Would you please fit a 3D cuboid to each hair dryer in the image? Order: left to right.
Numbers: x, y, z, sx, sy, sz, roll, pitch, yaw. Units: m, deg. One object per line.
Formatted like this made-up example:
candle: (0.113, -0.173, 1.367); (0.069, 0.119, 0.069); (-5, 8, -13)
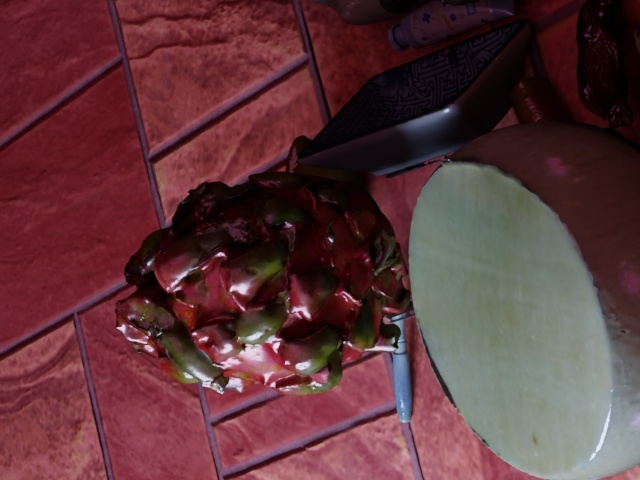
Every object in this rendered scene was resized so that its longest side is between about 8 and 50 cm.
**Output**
hair dryer: (0.034, -0.342, 2.018); (0.219, 0.088, 0.224); (-16, 66, 50)

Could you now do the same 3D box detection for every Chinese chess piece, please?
Chinese chess piece: (0.230, 0.057, 1.698); (0.349, 0.146, 0.349); (38, 136, 47)

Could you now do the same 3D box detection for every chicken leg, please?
chicken leg: (0.275, -0.170, 1.715); (0.089, 0.048, 0.219); (89, -174, -49)

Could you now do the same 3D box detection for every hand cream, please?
hand cream: (0.145, -0.245, 1.913); (0.171, 0.043, 0.065); (-18, 63, 41)

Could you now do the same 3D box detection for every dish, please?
dish: (0.115, -0.133, 1.889); (0.243, 0.182, 0.080); (-16, 115, 45)

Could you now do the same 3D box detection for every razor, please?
razor: (0.090, 0.139, 1.978); (0.040, 0.068, 0.135); (12, 111, 48)

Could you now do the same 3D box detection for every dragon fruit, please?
dragon fruit: (-0.060, 0.045, 1.820); (0.303, 0.237, 0.231); (-3, 91, 4)

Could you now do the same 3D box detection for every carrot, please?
carrot: (0.245, -0.103, 1.810); (0.048, 0.048, 0.139); (-46, 62, 37)

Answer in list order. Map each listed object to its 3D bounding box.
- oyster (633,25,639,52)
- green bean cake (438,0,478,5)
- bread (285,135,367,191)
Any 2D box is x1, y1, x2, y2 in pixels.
oyster: (0.344, -0.184, 1.654); (0.105, 0.056, 0.177); (8, 64, 47)
green bean cake: (0.096, -0.361, 1.825); (0.113, 0.214, 0.200); (-143, 72, -71)
bread: (0.000, 0.000, 2.004); (0.088, 0.161, 0.233); (11, 95, 21)
